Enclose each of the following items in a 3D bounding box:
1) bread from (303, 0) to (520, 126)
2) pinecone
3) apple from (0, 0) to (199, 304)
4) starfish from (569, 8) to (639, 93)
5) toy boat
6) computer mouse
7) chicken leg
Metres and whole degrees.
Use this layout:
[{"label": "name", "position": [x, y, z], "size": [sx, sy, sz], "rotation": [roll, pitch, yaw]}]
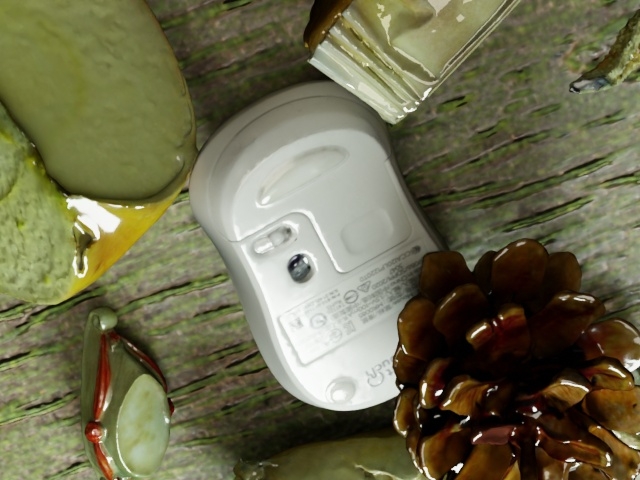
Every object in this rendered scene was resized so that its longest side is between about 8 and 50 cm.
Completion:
[{"label": "bread", "position": [0.080, -0.199, 1.083], "size": [0.110, 0.192, 0.210], "rotation": [40, 108, -12]}, {"label": "pinecone", "position": [0.153, 0.114, 1.135], "size": [0.202, 0.201, 0.229], "rotation": [-10, 93, -2]}, {"label": "apple", "position": [-0.247, -0.125, 1.131], "size": [0.254, 0.179, 0.346], "rotation": [-36, 89, -2]}, {"label": "starfish", "position": [0.361, -0.157, 1.092], "size": [0.358, 0.078, 0.347], "rotation": [28, 96, -25]}, {"label": "toy boat", "position": [-0.172, 0.149, 1.300], "size": [0.089, 0.071, 0.185], "rotation": [-18, 118, -37]}, {"label": "computer mouse", "position": [0.000, 0.000, 1.207], "size": [0.184, 0.121, 0.297], "rotation": [-34, 127, -4]}, {"label": "chicken leg", "position": [0.109, 0.200, 1.276], "size": [0.429, 0.153, 0.201], "rotation": [-26, 100, 4]}]
